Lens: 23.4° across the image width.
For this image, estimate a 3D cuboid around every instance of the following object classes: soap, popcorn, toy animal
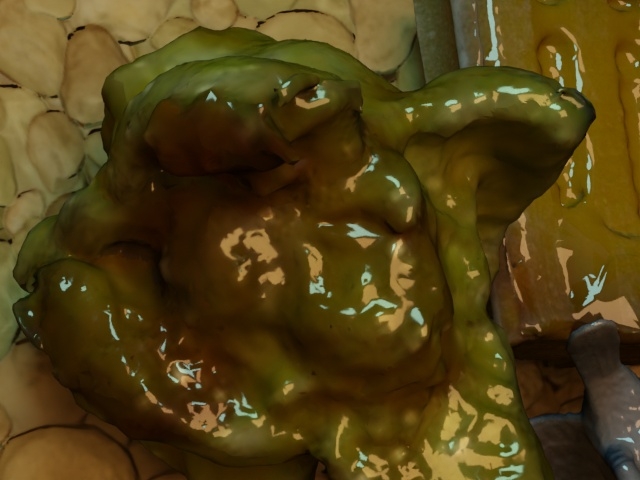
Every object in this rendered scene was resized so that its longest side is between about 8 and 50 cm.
[{"bbox_3d":[0.197,-0.053,1.088,0.259,0.143,0.281,2,77,-29],"label":"soap"},{"bbox_3d":[0.006,0.006,0.903,0.326,0.290,0.321,-42,111,2],"label":"popcorn"},{"bbox_3d":[0.195,0.128,1.000,0.239,0.176,0.255,-26,119,-2],"label":"toy animal"}]
